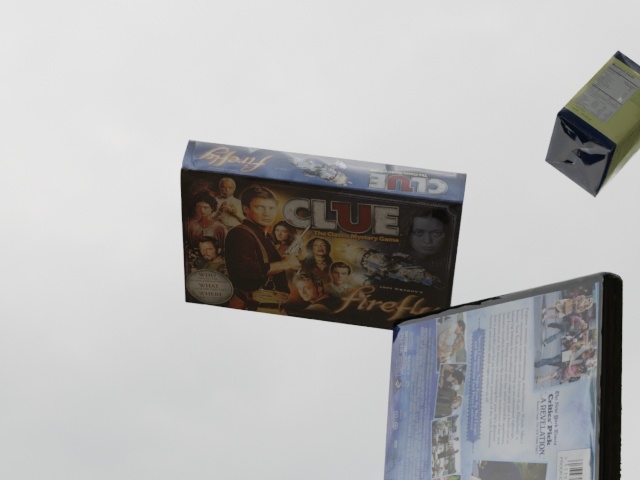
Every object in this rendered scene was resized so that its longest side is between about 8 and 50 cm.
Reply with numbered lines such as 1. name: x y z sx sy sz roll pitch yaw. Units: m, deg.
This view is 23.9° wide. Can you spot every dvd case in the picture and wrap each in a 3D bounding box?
1. dvd case: 0.133 0.131 1.156 0.022 0.180 0.253 15 -19 -32

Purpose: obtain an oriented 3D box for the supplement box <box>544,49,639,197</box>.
1. supplement box: 0.240 -0.097 1.266 0.083 0.056 0.083 -45 -18 -19

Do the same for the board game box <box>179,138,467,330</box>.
1. board game box: 0.000 0.000 1.335 0.243 0.042 0.165 7 -48 6
